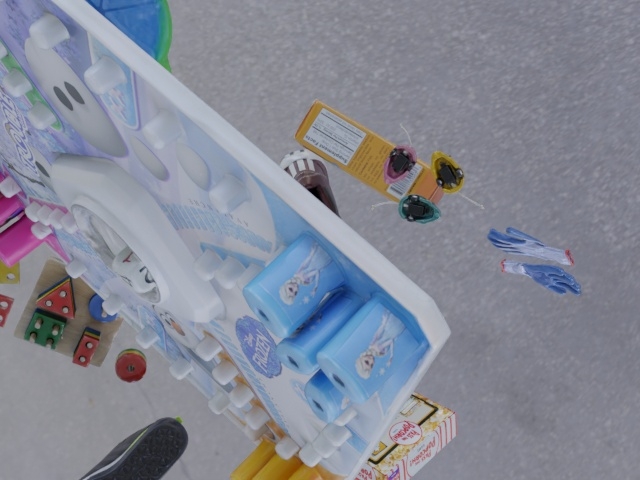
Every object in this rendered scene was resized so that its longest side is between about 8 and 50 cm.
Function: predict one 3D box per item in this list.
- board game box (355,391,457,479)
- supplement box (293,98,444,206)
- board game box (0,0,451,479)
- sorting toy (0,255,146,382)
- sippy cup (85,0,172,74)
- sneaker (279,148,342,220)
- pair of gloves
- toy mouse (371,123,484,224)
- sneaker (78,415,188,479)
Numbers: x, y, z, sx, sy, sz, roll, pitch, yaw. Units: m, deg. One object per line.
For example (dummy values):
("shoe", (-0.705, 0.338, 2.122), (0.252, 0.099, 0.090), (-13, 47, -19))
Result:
("board game box", (0.063, 0.247, 1.267), (0.193, 0.147, 0.045), (23, 133, 39))
("supplement box", (0.077, -0.122, 1.425), (0.233, 0.078, 0.080), (35, 92, 14))
("board game box", (-0.125, 0.008, 0.579), (0.390, 0.050, 0.390), (41, 157, 13))
("sorting toy", (-0.357, 0.106, 1.325), (0.274, 0.046, 0.132), (24, 105, -17))
("sippy cup", (-0.382, -0.312, 1.425), (0.224, 0.240, 0.305), (-17, 89, 46))
("sneaker", (0.000, 0.000, 1.567), (0.106, 0.162, 0.281), (-20, 121, 3))
("pair of gloves", (0.378, 0.038, 1.662), (0.159, 0.023, 0.198), (16, 158, 32))
("toy mouse", (0.132, -0.080, 1.323), (0.143, 0.031, 0.161), (-33, 92, 28))
("sneaker", (-0.285, 0.342, 1.352), (0.084, 0.235, 0.097), (56, 161, -8))
